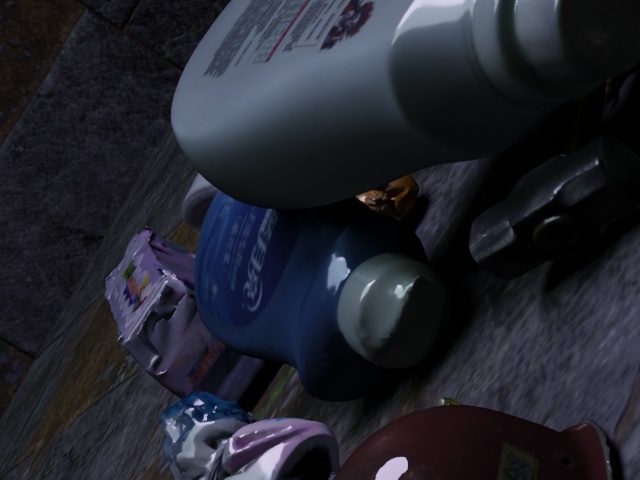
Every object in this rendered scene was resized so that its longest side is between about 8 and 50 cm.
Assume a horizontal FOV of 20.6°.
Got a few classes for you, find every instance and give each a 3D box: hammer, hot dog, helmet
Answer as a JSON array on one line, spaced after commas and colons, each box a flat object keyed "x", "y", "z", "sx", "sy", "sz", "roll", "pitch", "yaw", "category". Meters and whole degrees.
[{"x": 0.169, "y": -0.132, "z": 1.097, "sx": 0.111, "sy": 0.043, "sz": 0.365, "roll": -36, "pitch": 28, "yaw": 42, "category": "hammer"}, {"x": 0.000, "y": 0.000, "z": 1.453, "sx": 0.104, "sy": 0.076, "sz": 0.250, "roll": -63, "pitch": 15, "yaw": -21, "category": "hot dog"}, {"x": 0.056, "y": 0.131, "z": 0.820, "sx": 0.155, "sy": 0.106, "sz": 0.175, "roll": -38, "pitch": 18, "yaw": 56, "category": "helmet"}]

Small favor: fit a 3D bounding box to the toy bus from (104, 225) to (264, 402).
[{"x": -0.125, "y": 0.069, "z": 1.620, "sx": 0.112, "sy": 0.138, "sz": 0.317, "roll": -56, "pitch": 14, "yaw": 0, "category": "toy bus"}]

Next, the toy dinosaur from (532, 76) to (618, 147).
[{"x": 0.179, "y": -0.137, "z": 1.174, "sx": 0.126, "sy": 0.039, "sz": 0.162, "roll": -40, "pitch": 27, "yaw": 38, "category": "toy dinosaur"}]

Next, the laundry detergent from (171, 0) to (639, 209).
[{"x": 0.071, "y": -0.136, "z": 1.086, "sx": 0.264, "sy": 0.125, "sz": 0.398, "roll": -51, "pitch": 21, "yaw": -16, "category": "laundry detergent"}]

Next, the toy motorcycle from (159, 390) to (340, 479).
[{"x": -0.055, "y": 0.179, "z": 1.004, "sx": 0.239, "sy": 0.108, "sz": 0.204, "roll": -39, "pitch": 45, "yaw": 6, "category": "toy motorcycle"}]

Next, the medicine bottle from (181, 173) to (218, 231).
[{"x": -0.032, "y": -0.135, "z": 1.854, "sx": 0.161, "sy": 0.111, "sz": 0.296, "roll": -33, "pitch": 28, "yaw": 60, "category": "medicine bottle"}]

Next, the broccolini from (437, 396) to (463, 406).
[{"x": 0.040, "y": 0.151, "z": 1.026, "sx": 0.140, "sy": 0.030, "sz": 0.035, "roll": -52, "pitch": 20, "yaw": 2, "category": "broccolini"}]

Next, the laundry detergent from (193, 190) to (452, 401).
[{"x": 0.000, "y": 0.032, "z": 1.234, "sx": 0.290, "sy": 0.094, "sz": 0.143, "roll": 23, "pitch": 96, "yaw": 65, "category": "laundry detergent"}]
